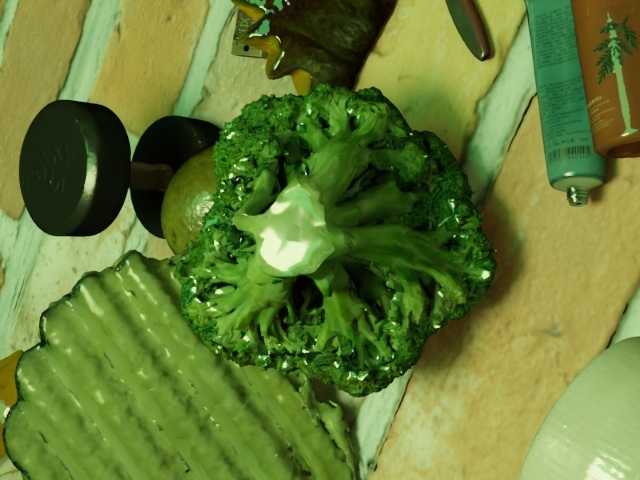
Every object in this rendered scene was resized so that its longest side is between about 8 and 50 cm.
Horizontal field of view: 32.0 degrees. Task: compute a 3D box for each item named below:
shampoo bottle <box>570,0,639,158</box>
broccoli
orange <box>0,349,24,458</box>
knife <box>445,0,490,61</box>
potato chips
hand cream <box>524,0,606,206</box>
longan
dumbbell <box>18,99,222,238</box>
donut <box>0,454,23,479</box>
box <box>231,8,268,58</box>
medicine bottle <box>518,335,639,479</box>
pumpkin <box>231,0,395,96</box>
[{"bbox_3d":[0.258,-0.195,0.968,0.085,0.085,0.244,-18,76,40],"label":"shampoo bottle"},{"bbox_3d":[0.000,0.000,1.049,0.307,0.275,0.308,1,95,18],"label":"broccoli"},{"bbox_3d":[-0.431,0.242,1.546,0.160,0.112,0.170,-3,96,41],"label":"orange"},{"bbox_3d":[0.119,-0.280,1.146,0.035,0.018,0.247,-42,58,36],"label":"knife"},{"bbox_3d":[-0.156,0.230,1.180,0.358,0.070,0.429,-33,96,4],"label":"potato chips"},{"bbox_3d":[0.228,-0.140,1.025,0.083,0.048,0.224,-11,73,40],"label":"hand cream"},{"bbox_3d":[-0.092,-0.023,1.227,0.154,0.145,0.176,-19,95,20],"label":"longan"},{"bbox_3d":[-0.221,-0.078,1.300,0.152,0.218,0.153,-2,87,42],"label":"dumbbell"},{"bbox_3d":[-0.315,0.435,1.397,0.382,0.142,0.383,-4,84,42],"label":"donut"},{"bbox_3d":[-0.074,-0.256,1.311,0.053,0.024,0.083,12,93,42],"label":"box"},{"bbox_3d":[0.338,0.231,0.779,0.371,0.211,0.211,30,107,39],"label":"medicine bottle"},{"bbox_3d":[-0.005,-0.281,1.180,0.149,0.130,0.254,-27,68,38],"label":"pumpkin"}]
